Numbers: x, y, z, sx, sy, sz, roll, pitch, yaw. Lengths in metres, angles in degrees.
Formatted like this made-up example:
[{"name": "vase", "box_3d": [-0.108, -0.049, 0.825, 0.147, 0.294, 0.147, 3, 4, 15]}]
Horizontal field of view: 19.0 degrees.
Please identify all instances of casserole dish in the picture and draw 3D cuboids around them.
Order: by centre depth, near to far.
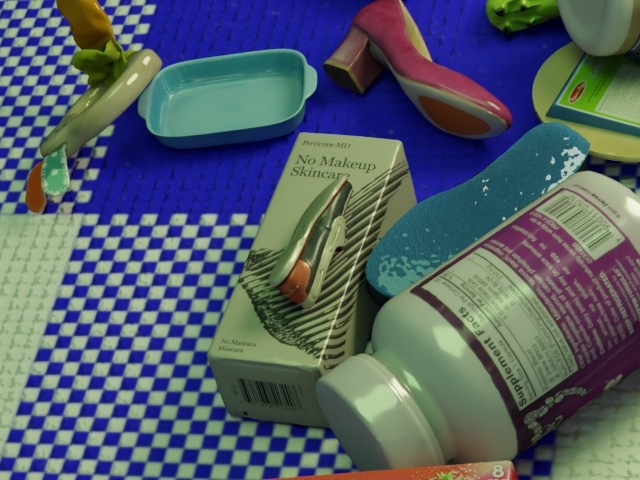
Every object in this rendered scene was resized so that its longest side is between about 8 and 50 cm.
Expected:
[{"name": "casserole dish", "box_3d": [-0.093, -0.141, 1.960, 0.188, 0.037, 0.114, -7, 47, 10]}]

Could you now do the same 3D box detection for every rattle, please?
[{"name": "rattle", "box_3d": [-0.266, -0.148, 1.935, 0.199, 0.143, 0.130, -45, 33, -14]}]

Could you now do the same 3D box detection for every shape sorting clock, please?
[{"name": "shape sorting clock", "box_3d": [0.308, -0.141, 1.845, 0.206, 0.040, 0.206, -1, 44, 1]}]

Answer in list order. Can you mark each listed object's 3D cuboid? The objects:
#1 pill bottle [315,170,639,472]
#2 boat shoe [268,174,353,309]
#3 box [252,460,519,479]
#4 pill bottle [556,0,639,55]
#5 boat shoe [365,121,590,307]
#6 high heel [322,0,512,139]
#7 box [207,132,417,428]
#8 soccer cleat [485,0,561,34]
[{"name": "pill bottle", "box_3d": [0.151, 0.086, 1.596, 0.301, 0.169, 0.169, -34, 49, -15]}, {"name": "boat shoe", "box_3d": [0.000, 0.000, 1.672, 0.043, 0.049, 0.137, 37, 53, -11]}, {"name": "box", "box_3d": [0.034, 0.264, 1.495, 0.257, 0.122, 0.128, -5, 47, 11]}, {"name": "pill bottle", "box_3d": [0.371, -0.267, 1.841, 0.265, 0.153, 0.153, -9, 45, -16]}, {"name": "boat shoe", "box_3d": [0.152, -0.003, 1.737, 0.258, 0.089, 0.109, -31, 61, -20]}, {"name": "high heel", "box_3d": [0.119, -0.179, 1.907, 0.244, 0.082, 0.117, 22, 67, 46]}, {"name": "box", "box_3d": [-0.003, 0.032, 1.737, 0.113, 0.094, 0.275, 5, 51, 19]}, {"name": "soccer cleat", "box_3d": [0.257, -0.254, 1.953, 0.179, 0.060, 0.072, -4, 42, 14]}]
